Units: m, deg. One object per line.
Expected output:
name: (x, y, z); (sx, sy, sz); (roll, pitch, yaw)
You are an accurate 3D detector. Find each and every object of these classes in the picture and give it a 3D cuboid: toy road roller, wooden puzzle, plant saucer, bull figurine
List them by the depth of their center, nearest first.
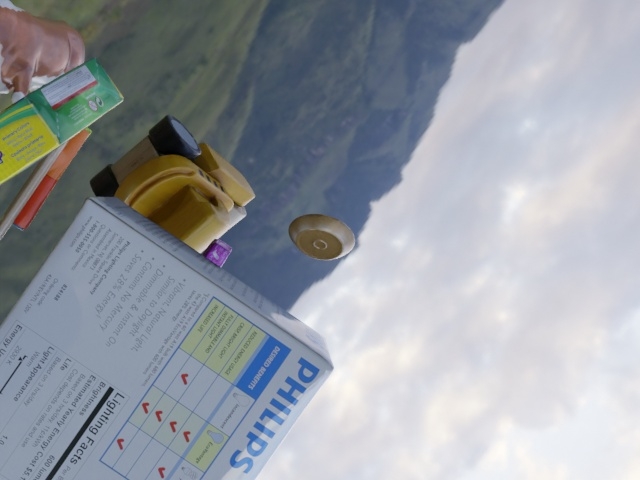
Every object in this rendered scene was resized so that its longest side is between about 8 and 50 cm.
plant saucer: (0.000, 0.000, 1.183); (0.083, 0.083, 0.015); (-40, -153, 47)
wooden puzzle: (-0.370, -0.091, 1.305); (0.238, 0.044, 0.221); (-52, -163, -4)
bull figurine: (-0.423, -0.249, 1.360); (0.310, 0.101, 0.188); (-22, 117, -72)
toy road roller: (-0.249, -0.048, 1.799); (0.202, 0.329, 0.240); (-38, -123, 9)

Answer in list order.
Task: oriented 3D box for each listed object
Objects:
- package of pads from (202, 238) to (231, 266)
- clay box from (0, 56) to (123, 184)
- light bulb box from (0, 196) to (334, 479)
package of pads: (-0.168, 0.024, 1.538); (0.050, 0.032, 0.083); (-57, -170, -4)
clay box: (-0.295, -0.077, 0.869); (0.222, 0.053, 0.127); (-26, -164, 24)
light bulb box: (-0.229, 0.185, 1.252); (0.358, 0.361, 0.225); (-55, -176, 2)
